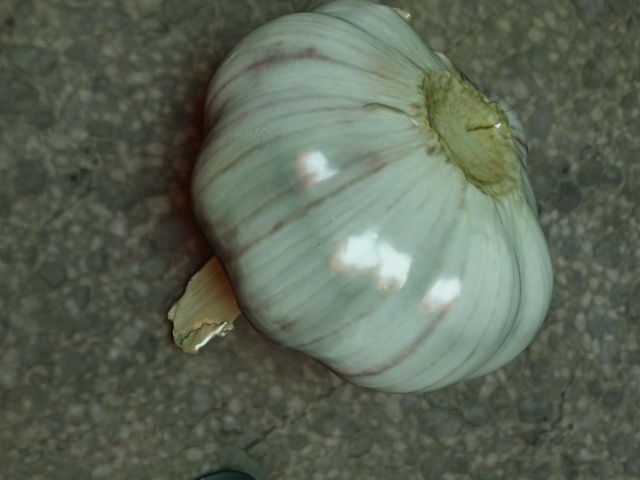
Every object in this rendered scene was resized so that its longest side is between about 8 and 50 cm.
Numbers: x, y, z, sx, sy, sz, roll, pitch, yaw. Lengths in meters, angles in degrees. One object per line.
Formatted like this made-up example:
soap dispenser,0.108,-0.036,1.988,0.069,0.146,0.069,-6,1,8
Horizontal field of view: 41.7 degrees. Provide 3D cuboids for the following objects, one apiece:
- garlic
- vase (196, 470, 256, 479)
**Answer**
garlic,0.000,0.000,0.520,0.253,0.245,0.245,-35,104,29
vase,-0.040,0.269,0.572,0.086,0.086,0.214,-26,104,-10
